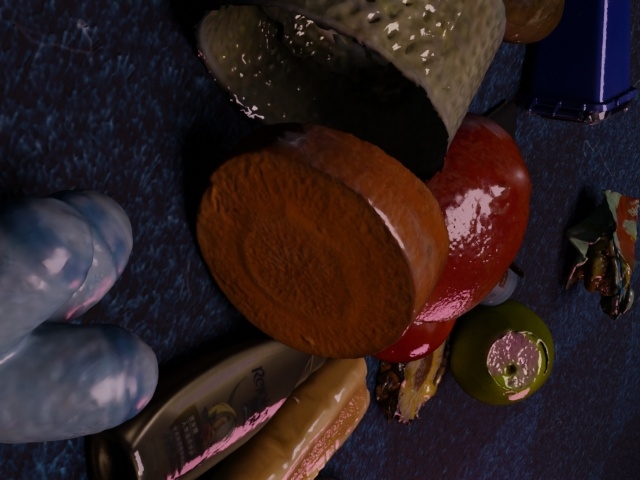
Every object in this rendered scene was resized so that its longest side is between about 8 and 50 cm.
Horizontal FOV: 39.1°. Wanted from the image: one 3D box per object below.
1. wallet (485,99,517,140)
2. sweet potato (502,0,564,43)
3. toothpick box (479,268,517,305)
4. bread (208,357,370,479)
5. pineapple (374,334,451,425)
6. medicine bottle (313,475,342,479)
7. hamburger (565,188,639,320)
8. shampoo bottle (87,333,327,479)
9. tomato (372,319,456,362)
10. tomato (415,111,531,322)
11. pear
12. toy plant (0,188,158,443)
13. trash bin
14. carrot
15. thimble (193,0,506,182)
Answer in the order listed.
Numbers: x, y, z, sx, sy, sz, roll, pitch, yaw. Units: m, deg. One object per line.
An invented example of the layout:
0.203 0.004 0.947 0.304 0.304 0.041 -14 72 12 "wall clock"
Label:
0.235 -0.115 1.423 0.285 0.030 0.146 -33 129 -42 "wallet"
0.206 -0.345 1.177 0.422 0.130 0.131 10 99 -49 "sweet potato"
0.252 0.047 1.468 0.153 0.101 0.101 22 89 -58 "toothpick box"
-0.044 0.264 1.158 0.305 0.091 0.142 -46 143 -33 "bread"
0.157 0.200 1.471 0.221 0.047 0.221 -38 139 -43 "pineapple"
0.033 0.413 1.339 0.191 0.107 0.107 37 76 -56 "medicine bottle"
0.611 0.036 1.983 0.260 0.150 0.276 24 71 -75 "hamburger"
-0.105 0.177 1.030 0.350 0.084 0.126 -27 126 -48 "shampoo bottle"
0.119 0.081 1.257 0.195 0.136 0.195 -32 131 -45 "tomato"
0.159 -0.056 1.117 0.308 0.170 0.309 19 60 -35 "tomato"
0.310 0.193 1.573 0.219 0.187 0.188 -177 -70 -81 "pear"
-0.253 0.072 0.630 0.332 0.247 0.247 -44 140 -38 "toy plant"
0.427 -0.318 1.485 0.184 0.162 0.235 -27 123 -47 "trash bin"
0.000 0.000 0.941 0.307 0.258 0.100 77 27 -45 "carrot"
0.031 -0.187 0.865 0.150 0.270 0.271 -61 147 -17 "thimble"
